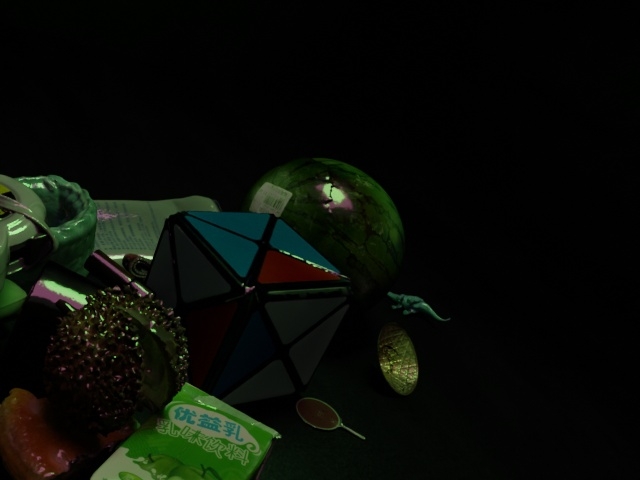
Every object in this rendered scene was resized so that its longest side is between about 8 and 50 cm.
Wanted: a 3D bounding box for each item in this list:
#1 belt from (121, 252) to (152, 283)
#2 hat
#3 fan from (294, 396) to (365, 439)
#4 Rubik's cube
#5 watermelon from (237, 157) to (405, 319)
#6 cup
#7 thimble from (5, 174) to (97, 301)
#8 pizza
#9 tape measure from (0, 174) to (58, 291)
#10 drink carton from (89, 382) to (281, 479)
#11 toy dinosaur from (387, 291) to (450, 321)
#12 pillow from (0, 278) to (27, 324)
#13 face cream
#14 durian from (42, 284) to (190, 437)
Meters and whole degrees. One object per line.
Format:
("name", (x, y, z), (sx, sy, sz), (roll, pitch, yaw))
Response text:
("belt", (-0.272, 0.071, 1.438), (0.232, 0.071, 0.053), (11, 25, -38))
("hat", (0.129, 0.241, 1.483), (0.146, 0.067, 0.146), (30, 51, -45))
("fan", (0.017, 0.308, 1.276), (0.133, 0.005, 0.085), (27, 21, 7))
("Rubik's cube", (-0.135, 0.112, 1.245), (0.246, 0.250, 0.248), (1, 33, -45))
("watermelon", (0.000, 0.000, 1.523), (0.363, 0.363, 0.363), (21, 22, -9))
("cup", (-0.336, 0.106, 1.102), (0.177, 0.166, 0.239), (23, 61, -13))
("thimble", (-0.485, -0.011, 1.265), (0.198, 0.143, 0.235), (18, 29, -1))
("pizza", (-0.320, 0.259, 0.959), (0.194, 0.069, 0.154), (10, 25, -48))
("tape measure", (-0.481, -0.019, 1.034), (0.236, 0.120, 0.197), (35, 36, 24))
("drink carton", (-0.175, 0.307, 0.938), (0.161, 0.108, 0.271), (27, 22, 7))
("toy dinosaur", (0.217, 0.152, 1.789), (0.197, 0.045, 0.080), (23, 17, 23))
("pillow", (-0.601, 0.070, 1.024), (0.255, 0.120, 0.322), (31, 19, 8))
("face cream", (-0.366, -0.019, 1.504), (0.420, 0.137, 0.235), (1, 37, -30))
("durian", (-0.269, 0.144, 0.945), (0.196, 0.167, 0.196), (37, 20, -16))
